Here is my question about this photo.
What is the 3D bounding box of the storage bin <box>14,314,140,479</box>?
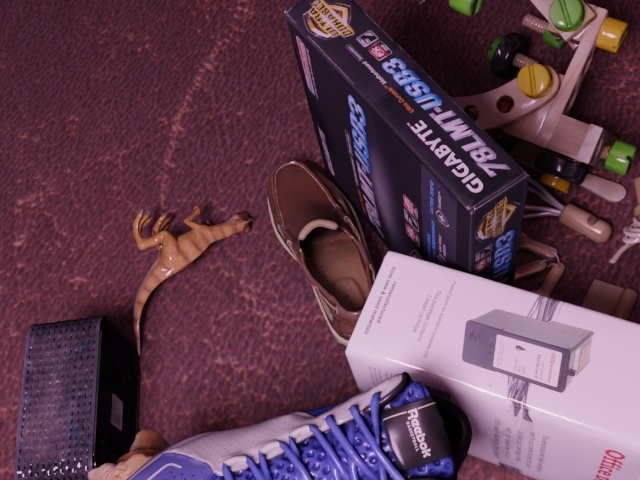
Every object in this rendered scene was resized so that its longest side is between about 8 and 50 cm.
[{"bbox_3d":[-0.253,0.183,0.982,0.084,0.122,0.180,-8,61,6],"label":"storage bin"}]

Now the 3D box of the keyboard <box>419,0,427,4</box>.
[{"bbox_3d":[0.189,-0.430,1.278,0.317,0.033,0.201,-18,61,2],"label":"keyboard"}]

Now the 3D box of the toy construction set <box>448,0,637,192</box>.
[{"bbox_3d":[0.252,-0.196,0.988,0.237,0.309,0.257,34,77,25],"label":"toy construction set"}]

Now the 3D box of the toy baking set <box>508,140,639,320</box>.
[{"bbox_3d":[0.287,-0.012,1.037,0.197,0.030,0.256,0,62,11],"label":"toy baking set"}]

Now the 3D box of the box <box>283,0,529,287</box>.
[{"bbox_3d":[0.087,-0.071,0.955,0.073,0.295,0.293,-34,62,-10],"label":"box"}]

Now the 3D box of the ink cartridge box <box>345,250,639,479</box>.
[{"bbox_3d":[0.179,0.136,0.882,0.273,0.198,0.114,17,65,18],"label":"ink cartridge box"}]

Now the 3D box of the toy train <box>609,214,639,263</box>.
[{"bbox_3d":[0.404,-0.075,0.956,0.248,0.143,0.105,-32,60,-26],"label":"toy train"}]

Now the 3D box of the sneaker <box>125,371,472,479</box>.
[{"bbox_3d":[0.005,0.179,0.756,0.315,0.182,0.127,-9,68,-35],"label":"sneaker"}]

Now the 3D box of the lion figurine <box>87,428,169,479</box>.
[{"bbox_3d":[-0.285,0.316,0.828,0.392,0.240,0.142,-21,59,-15],"label":"lion figurine"}]

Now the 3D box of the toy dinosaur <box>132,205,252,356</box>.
[{"bbox_3d":[-0.177,0.019,1.089,0.211,0.064,0.112,-43,64,-12],"label":"toy dinosaur"}]

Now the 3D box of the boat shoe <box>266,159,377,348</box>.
[{"bbox_3d":[0.007,-0.004,1.047,0.095,0.095,0.257,-28,61,-5],"label":"boat shoe"}]
